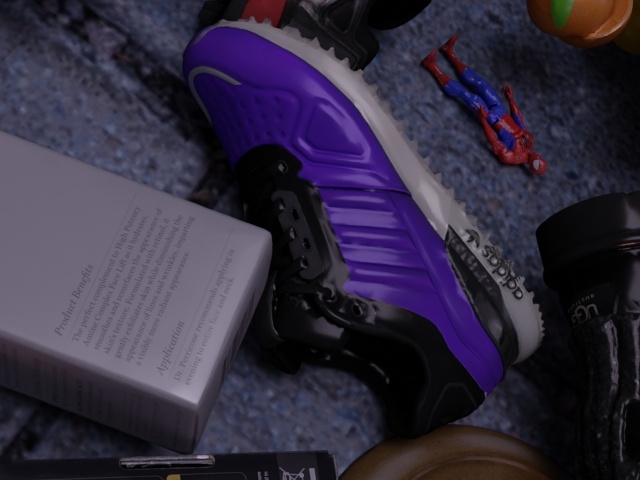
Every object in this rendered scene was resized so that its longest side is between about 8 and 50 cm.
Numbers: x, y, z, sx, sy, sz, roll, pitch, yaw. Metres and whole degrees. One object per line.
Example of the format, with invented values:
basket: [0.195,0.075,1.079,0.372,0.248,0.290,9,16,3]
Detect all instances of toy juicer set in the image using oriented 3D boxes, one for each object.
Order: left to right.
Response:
toy juicer set: [0.229,-0.245,1.102,0.329,0.089,0.209,-33,92,-49]

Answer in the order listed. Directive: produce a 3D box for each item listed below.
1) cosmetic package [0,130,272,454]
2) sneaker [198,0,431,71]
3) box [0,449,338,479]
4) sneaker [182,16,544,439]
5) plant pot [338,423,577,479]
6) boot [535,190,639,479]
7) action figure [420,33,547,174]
cosmetic package: [-0.154,0.019,0.835,0.231,0.085,0.117,21,62,3]
sneaker: [0.026,-0.220,1.035,0.135,0.097,0.276,28,63,-11]
box: [-0.125,0.307,0.750,0.318,0.097,0.395,2,69,-26]
sneaker: [0.001,0.000,0.925,0.293,0.102,0.146,47,62,-2]
plant pot: [0.101,0.223,0.922,0.236,0.032,0.236,9,65,-20]
boot: [0.294,0.117,0.982,0.347,0.131,0.260,3,64,-26]
action figure: [0.120,-0.092,1.064,0.038,0.030,0.115,-39,90,-36]
